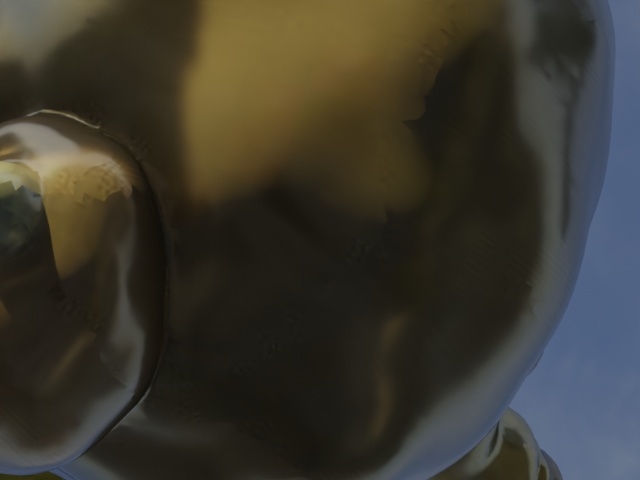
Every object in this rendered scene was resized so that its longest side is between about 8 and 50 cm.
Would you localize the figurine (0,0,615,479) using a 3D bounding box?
[{"bbox_3d":[0.000,0.000,0.604,0.203,0.380,0.248,15,-107,24],"label":"figurine"}]

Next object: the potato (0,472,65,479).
[{"bbox_3d":[-0.134,0.045,0.971,0.160,0.111,0.272,-14,-77,9],"label":"potato"}]
